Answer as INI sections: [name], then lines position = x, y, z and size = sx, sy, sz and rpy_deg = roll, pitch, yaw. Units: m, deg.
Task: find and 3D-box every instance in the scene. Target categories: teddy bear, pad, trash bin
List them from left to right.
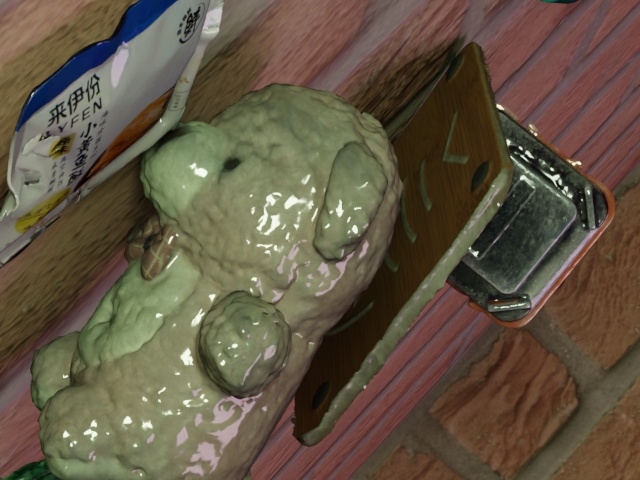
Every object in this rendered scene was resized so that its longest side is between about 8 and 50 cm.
[teddy bear]
position = -0.058, 0.032, 1.130
size = 0.267, 0.151, 0.236
rpy_deg = -63, -159, 12
[pad]
position = 0.057, -0.001, 1.560
size = 0.284, 0.018, 0.286
rpy_deg = -55, -164, 22
[trash bin]
position = 0.156, -0.039, 1.808
size = 0.161, 0.184, 0.238
rpy_deg = -52, 180, 8

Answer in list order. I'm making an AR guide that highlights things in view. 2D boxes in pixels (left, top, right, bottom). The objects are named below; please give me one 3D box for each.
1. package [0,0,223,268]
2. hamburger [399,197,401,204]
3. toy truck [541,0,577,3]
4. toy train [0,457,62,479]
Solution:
[package]
position = -0.109, -0.065, 0.983
size = 0.171, 0.027, 0.173
rpy_deg = -42, 170, -35
[hamburger]
position = 0.000, 0.000, 1.493
size = 0.147, 0.083, 0.138
rpy_deg = -52, 170, -11
[toy truck]
position = 0.232, -0.277, 1.386
size = 0.253, 0.124, 0.114
rpy_deg = -55, 169, 16
[toy train]
position = -0.253, 0.308, 1.207
size = 0.272, 0.179, 0.442
rpy_deg = -34, 170, -40
